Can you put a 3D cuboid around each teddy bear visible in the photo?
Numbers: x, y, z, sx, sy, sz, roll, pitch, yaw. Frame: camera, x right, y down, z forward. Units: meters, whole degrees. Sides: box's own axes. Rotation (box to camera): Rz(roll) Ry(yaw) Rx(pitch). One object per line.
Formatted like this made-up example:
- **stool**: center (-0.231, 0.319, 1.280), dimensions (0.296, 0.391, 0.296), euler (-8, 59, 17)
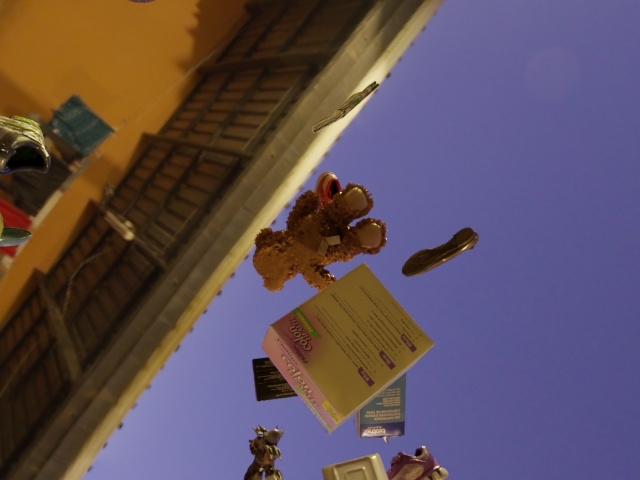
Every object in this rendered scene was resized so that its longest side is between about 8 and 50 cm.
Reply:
- **teddy bear**: center (0.000, 0.000, 1.479), dimensions (0.338, 0.245, 0.113), euler (-45, 172, 23)

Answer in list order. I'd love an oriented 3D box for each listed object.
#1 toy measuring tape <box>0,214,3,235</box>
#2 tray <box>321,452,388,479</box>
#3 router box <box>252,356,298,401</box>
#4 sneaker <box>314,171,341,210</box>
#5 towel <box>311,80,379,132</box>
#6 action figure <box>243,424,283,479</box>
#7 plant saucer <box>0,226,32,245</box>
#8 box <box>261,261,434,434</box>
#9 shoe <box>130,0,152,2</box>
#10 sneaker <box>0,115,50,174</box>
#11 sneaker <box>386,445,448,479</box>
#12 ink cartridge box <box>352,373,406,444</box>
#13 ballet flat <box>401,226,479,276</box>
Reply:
- **toy measuring tape**: center (-0.527, -0.081, 0.953), dimensions (0.330, 0.121, 0.121), euler (-65, -154, 17)
- **tray**: center (0.093, 0.574, 1.397), dimensions (0.145, 0.030, 0.270), euler (-12, -154, -6)
- **router box**: center (-0.120, 0.429, 1.990), dimensions (0.046, 0.178, 0.133), euler (124, -40, -73)
- **sneaker**: center (0.007, -0.100, 1.969), dimensions (0.128, 0.086, 0.221), euler (-128, -133, -74)
- **towel**: center (0.053, -0.299, 1.403), dimensions (0.113, 0.023, 0.152), euler (-17, -156, 52)
- **action figure**: center (-0.173, 0.628, 1.714), dimensions (0.285, 0.099, 0.185), euler (-62, -163, 2)
- **plant saucer**: center (-0.711, -0.007, 1.415), dimensions (0.119, 0.119, 0.021), euler (30, -64, 59)
- **box**: center (0.050, 0.202, 1.211), dimensions (0.243, 0.214, 0.117), euler (-32, 162, -29)
- **shoe**: center (-0.343, -0.492, 1.141), dimensions (0.219, 0.076, 0.058), euler (109, -20, -88)
- **sneaker**: center (-0.662, -0.191, 1.229), dimensions (0.121, 0.299, 0.111), euler (43, -63, 28)
- **sneaker**: center (0.193, 0.579, 1.544), dimensions (0.236, 0.105, 0.095), euler (-18, 162, -25)
- **ink cartridge box**: center (0.166, 0.423, 1.946), dimensions (0.270, 0.151, 0.396), euler (-115, -154, -78)
- **ballet flat**: center (0.350, 0.044, 1.841), dimensions (0.249, 0.058, 0.084), euler (-32, -142, 21)
